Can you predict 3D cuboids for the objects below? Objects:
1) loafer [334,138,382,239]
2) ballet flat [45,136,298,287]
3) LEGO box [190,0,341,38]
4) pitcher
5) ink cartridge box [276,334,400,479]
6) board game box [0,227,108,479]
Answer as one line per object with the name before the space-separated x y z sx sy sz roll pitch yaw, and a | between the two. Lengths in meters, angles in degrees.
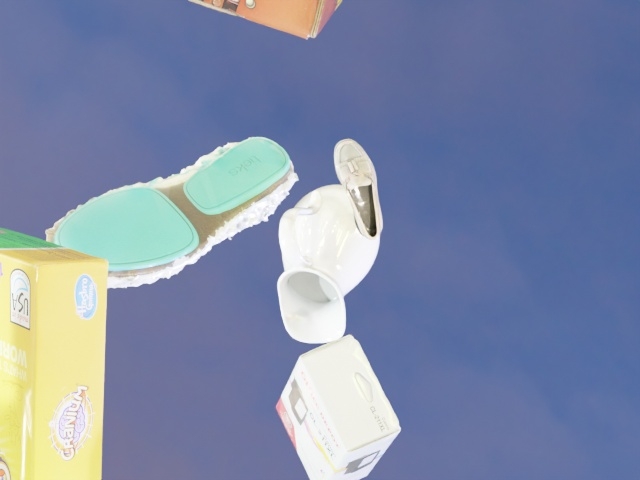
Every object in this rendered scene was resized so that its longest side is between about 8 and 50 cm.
loafer | 0.050 -0.060 1.593 0.045 0.039 0.125 -18 -76 -1
ballet flat | -0.193 -0.014 1.784 0.147 0.409 0.147 25 -53 38
LEGO box | -0.094 -0.395 1.138 0.372 0.500 0.193 19 -58 5
pitcher | 0.000 0.000 1.692 0.125 0.207 0.178 -3 -54 18
ink cartridge box | 0.017 0.206 1.551 0.127 0.072 0.175 63 -21 20
board game box | -0.268 0.153 1.102 0.242 0.064 0.316 12 -77 49
